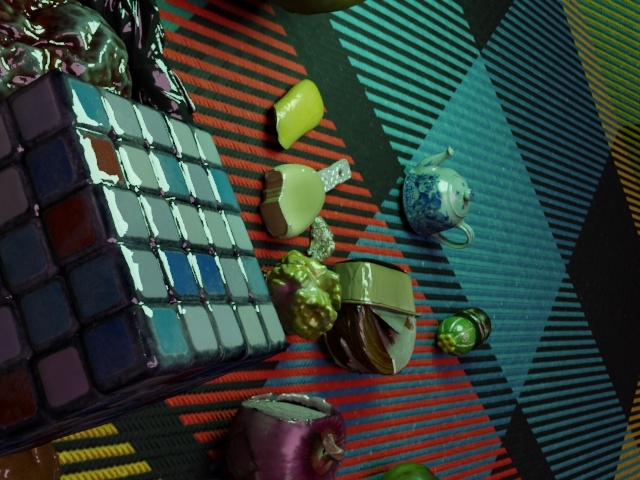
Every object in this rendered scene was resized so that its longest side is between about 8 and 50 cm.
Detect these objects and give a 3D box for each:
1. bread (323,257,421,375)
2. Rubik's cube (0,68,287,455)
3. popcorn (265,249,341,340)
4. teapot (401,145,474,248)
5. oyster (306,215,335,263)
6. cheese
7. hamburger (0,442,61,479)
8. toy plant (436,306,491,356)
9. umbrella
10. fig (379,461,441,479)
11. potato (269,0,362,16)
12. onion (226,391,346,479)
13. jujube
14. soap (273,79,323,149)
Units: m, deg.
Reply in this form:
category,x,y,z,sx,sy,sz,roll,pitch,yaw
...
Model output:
category,x,y,z,sx,sy,sz,roll,pitch,yaw
bread,0.101,0.148,1.422,0.224,0.142,0.212,17,70,-50
Rubik's cube,-0.248,0.041,0.784,0.292,0.287,0.293,67,17,9
popcorn,-0.032,0.095,1.279,0.145,0.126,0.126,40,45,-12
teapot,0.269,-0.088,1.650,0.159,0.159,0.232,-35,113,-47
oyster,0.000,0.000,1.395,0.081,0.038,0.083,-24,106,-47
cheese,-0.019,-0.097,1.376,0.255,0.050,0.127,-36,112,-48
hamburger,-0.407,0.296,0.788,0.265,0.134,0.285,24,64,-52
toy plant,0.324,0.211,1.726,0.162,0.093,0.092,-17,99,-50
umbrella,-0.232,-0.217,1.083,0.118,0.118,0.340,-48,122,-42
fig,0.171,0.531,1.451,0.191,0.181,0.181,-35,115,-18
potato,-0.034,-0.535,1.154,0.442,0.385,0.319,34,72,-31
onion,-0.054,0.340,1.197,0.207,0.201,0.200,-39,120,-81
jujube,-0.366,-0.186,0.826,0.317,0.226,0.226,0,86,-54
soap,-0.045,-0.230,1.369,0.168,0.033,0.089,-44,117,-44
